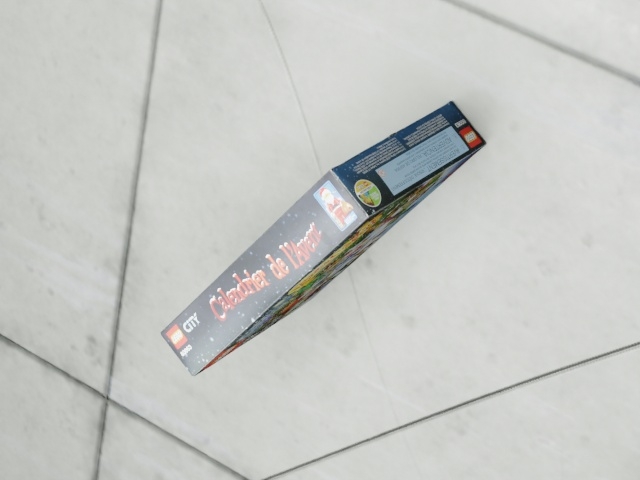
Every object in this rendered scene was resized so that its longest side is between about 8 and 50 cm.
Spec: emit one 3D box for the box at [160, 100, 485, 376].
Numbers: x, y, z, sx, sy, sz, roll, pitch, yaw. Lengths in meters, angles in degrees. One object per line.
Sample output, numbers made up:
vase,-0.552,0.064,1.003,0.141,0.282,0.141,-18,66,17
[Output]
box,0.000,0.000,1.439,0.044,0.159,0.233,52,132,5
